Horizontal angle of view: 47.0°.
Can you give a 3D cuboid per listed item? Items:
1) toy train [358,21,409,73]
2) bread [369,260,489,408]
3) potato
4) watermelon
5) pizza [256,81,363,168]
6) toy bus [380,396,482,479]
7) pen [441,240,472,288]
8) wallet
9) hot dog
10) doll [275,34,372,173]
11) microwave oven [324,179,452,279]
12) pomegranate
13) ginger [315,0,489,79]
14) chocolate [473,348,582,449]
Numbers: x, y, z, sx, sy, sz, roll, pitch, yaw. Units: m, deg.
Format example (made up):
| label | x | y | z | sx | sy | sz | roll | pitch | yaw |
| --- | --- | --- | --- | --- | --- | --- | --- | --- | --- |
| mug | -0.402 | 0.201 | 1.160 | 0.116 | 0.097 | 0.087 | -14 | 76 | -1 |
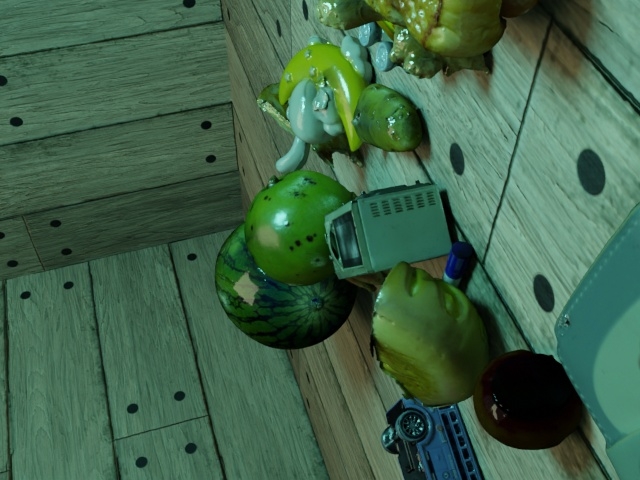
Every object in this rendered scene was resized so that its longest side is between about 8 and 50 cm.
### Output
| label | x | y | z | sx | sy | sz | roll | pitch | yaw |
| --- | --- | --- | --- | --- | --- | --- | --- | --- | --- |
| toy train | 0.117 | -0.305 | 0.997 | 0.219 | 0.089 | 0.127 | -114 | 26 | -46 |
| bread | 0.176 | 0.144 | 1.081 | 0.156 | 0.158 | 0.261 | 20 | 151 | 24 |
| potato | 0.103 | -0.192 | 1.187 | 0.188 | 0.085 | 0.105 | -133 | 29 | -58 |
| watermelon | -0.075 | 0.090 | 1.721 | 0.363 | 0.363 | 0.363 | 167 | 90 | -78 |
| pizza | -0.005 | -0.236 | 1.516 | 0.262 | 0.181 | 0.034 | 49 | 134 | 17 |
| toy bus | 0.205 | 0.413 | 1.250 | 0.125 | 0.133 | 0.292 | 111 | 147 | -61 |
| pen | 0.199 | 0.088 | 1.167 | 0.269 | 0.033 | 0.033 | 94 | 160 | -56 |
| wallet | 0.321 | 0.166 | 0.584 | 0.252 | 0.083 | 0.360 | 102 | 153 | -53 |
| hot dog | 0.133 | -0.294 | 0.769 | 0.257 | 0.153 | 0.150 | -126 | 29 | -45 |
| doll | 0.003 | -0.255 | 1.370 | 0.237 | 0.111 | 0.252 | 0 | 94 | 41 |
| microwave oven | 0.102 | -0.016 | 1.183 | 0.205 | 0.163 | 0.129 | 156 | 100 | -77 |
| pomegranate | 0.000 | 0.000 | 1.391 | 0.302 | 0.236 | 0.236 | 41 | 180 | -20 |
| ginger | 0.098 | -0.260 | 0.894 | 0.059 | 0.214 | 0.133 | 12 | -101 | -85 |
| chocolate | 0.255 | 0.202 | 0.909 | 0.133 | 0.127 | 0.124 | 71 | -154 | -46 |
